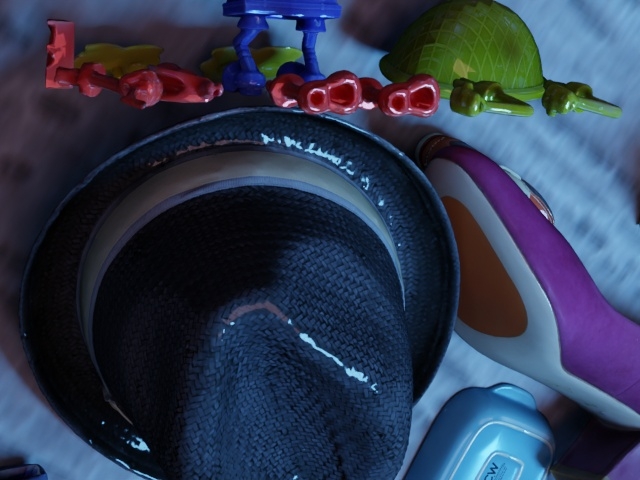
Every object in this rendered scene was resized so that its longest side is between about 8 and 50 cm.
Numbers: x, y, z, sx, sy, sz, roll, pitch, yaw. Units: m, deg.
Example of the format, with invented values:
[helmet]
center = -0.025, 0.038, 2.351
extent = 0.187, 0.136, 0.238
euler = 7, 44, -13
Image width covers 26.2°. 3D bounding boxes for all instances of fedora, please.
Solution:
[fedora]
center = -0.033, 0.083, 0.893
extent = 0.334, 0.152, 0.334
euler = -10, 128, -13

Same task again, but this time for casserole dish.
[casserole dish]
center = 0.124, 0.206, 1.108
extent = 0.114, 0.037, 0.188
euler = 24, 95, -27

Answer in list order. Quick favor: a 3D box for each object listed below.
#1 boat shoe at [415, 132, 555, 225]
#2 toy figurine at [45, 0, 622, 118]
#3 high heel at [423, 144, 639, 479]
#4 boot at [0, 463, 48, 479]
[boat shoe]
center = 0.130, -0.035, 1.029
extent = 0.137, 0.043, 0.049
euler = 33, 90, -29
[toy figurine]
center = 0.016, -0.194, 0.858
extent = 0.363, 0.191, 0.217
euler = -2, 102, -23
[high heel]
center = 0.204, 0.044, 1.053
extent = 0.181, 0.127, 0.377
euler = -45, 125, -25
[boot]
center = -0.277, 0.202, 0.932
extent = 0.190, 0.069, 0.086
euler = -4, 101, -30
